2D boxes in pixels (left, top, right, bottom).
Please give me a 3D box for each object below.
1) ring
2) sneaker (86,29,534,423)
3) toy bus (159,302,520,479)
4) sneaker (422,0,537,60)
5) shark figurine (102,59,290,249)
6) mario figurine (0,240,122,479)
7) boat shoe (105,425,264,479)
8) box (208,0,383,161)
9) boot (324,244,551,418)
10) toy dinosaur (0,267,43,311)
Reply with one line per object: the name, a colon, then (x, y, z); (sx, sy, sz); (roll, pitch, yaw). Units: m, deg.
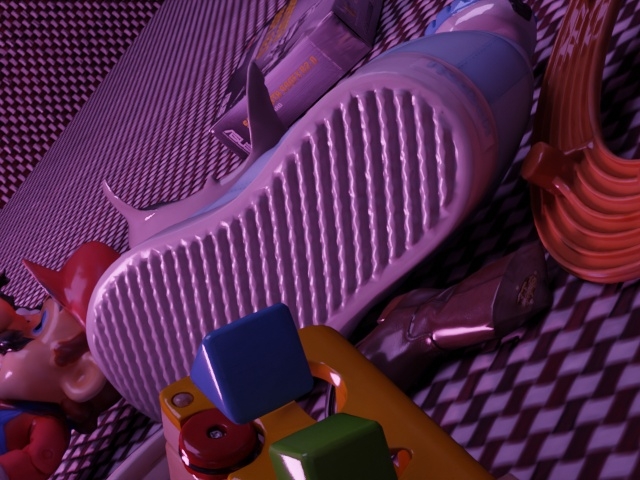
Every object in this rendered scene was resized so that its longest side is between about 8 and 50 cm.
ring: (0.180, -0.140, 0.660); (0.336, 0.032, 0.336); (-59, 15, 26)
sneaker: (0.000, 0.000, 0.873); (0.366, 0.135, 0.150); (-34, 1, 41)
toy bus: (0.026, 0.116, 0.501); (0.104, 0.202, 0.191); (-23, -4, -25)
sneaker: (0.074, -0.078, 0.932); (0.190, 0.071, 0.083); (-48, 20, 36)
shark figurine: (-0.136, -0.039, 1.316); (0.278, 0.116, 0.166); (-34, 23, 48)
mario figurine: (-0.258, 0.135, 1.108); (0.198, 0.170, 0.320); (26, 81, 38)
boat shoe: (-0.110, 0.208, 0.654); (0.099, 0.116, 0.319); (-17, 40, 56)
box: (-0.017, -0.200, 1.465); (0.183, 0.056, 0.231); (-42, 18, 28)
boot: (0.059, 0.053, 0.709); (0.114, 0.037, 0.106); (-20, 34, 52)
toy dinosaur: (-0.404, 0.129, 1.636); (0.313, 0.121, 0.160); (-36, 7, 29)
